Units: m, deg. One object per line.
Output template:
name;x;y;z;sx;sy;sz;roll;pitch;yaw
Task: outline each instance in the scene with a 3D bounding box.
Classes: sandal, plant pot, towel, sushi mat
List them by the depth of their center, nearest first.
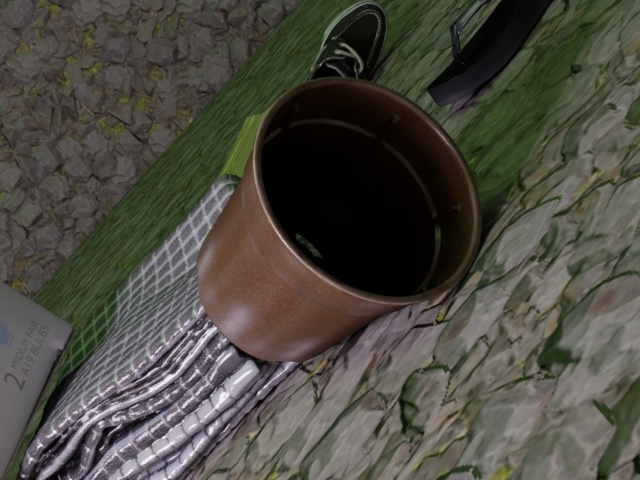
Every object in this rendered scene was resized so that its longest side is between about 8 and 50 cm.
plant pot;0.000;0.000;0.942;0.167;0.167;0.165;-58;7;-36
towel;-0.124;0.092;1.137;0.284;0.121;0.235;-44;14;17
sandal;0.171;-0.223;1.238;0.254;0.054;0.097;-52;13;-16
sushi mat;-0.133;-0.022;1.620;0.316;0.019;0.151;-63;17;-14

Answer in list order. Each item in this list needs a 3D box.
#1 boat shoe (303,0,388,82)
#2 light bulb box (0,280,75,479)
boat shoe;0.025;-0.204;1.654;0.219;0.078;0.070;-60;14;-14
light bulb box;-0.428;0.218;1.118;0.361;0.225;0.358;-38;25;42
